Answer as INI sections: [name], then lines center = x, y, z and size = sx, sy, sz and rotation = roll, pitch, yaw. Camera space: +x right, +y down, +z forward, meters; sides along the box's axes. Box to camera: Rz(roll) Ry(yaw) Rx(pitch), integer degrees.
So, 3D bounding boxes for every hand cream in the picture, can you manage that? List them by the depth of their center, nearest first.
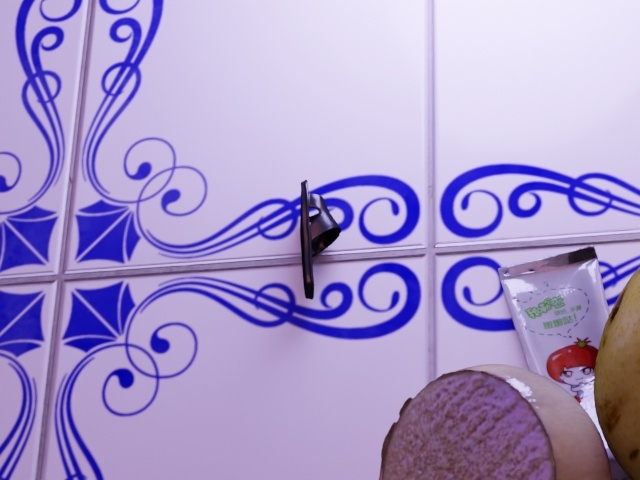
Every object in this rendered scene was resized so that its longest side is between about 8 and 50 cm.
[hand cream]
center = 0.300, 0.158, 1.700
size = 0.121, 0.076, 0.336
rotation = -14, 57, 6

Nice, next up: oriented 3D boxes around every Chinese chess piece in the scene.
[Chinese chess piece]
center = 0.185, 0.269, 1.579
size = 0.270, 0.112, 0.270
rotation = -14, 71, 45

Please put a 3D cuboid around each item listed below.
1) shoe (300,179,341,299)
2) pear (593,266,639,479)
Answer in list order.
[shoe]
center = 0.000, 0.000, 1.849
size = 0.053, 0.062, 0.159
rotation = -1, 65, 0
[pear]
center = 0.456, 0.138, 1.508
size = 0.348, 0.348, 0.348
rotation = -6, 65, 12
